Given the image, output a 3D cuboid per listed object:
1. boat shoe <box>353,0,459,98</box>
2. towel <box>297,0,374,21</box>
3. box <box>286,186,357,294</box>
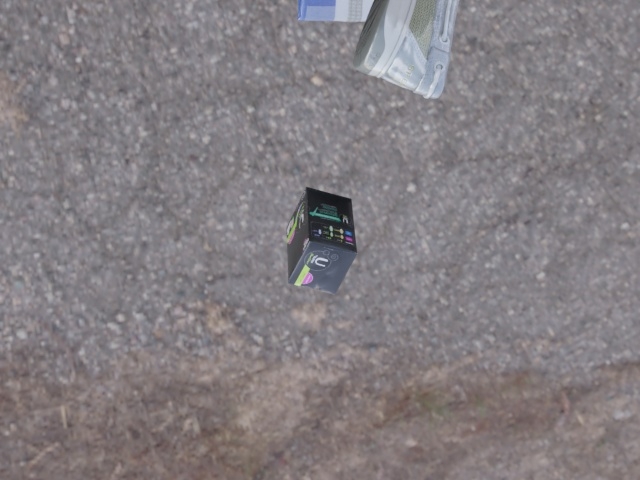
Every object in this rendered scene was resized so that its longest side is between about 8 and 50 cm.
[{"bbox_3d":[0.135,-0.305,1.111,0.103,0.320,0.118,26,154,-9],"label":"boat shoe"},{"bbox_3d":[0.090,-0.445,1.525,0.285,0.034,0.209,-8,110,-29],"label":"towel"},{"bbox_3d":[0.000,0.000,0.973,0.052,0.083,0.062,14,131,-16],"label":"box"}]
